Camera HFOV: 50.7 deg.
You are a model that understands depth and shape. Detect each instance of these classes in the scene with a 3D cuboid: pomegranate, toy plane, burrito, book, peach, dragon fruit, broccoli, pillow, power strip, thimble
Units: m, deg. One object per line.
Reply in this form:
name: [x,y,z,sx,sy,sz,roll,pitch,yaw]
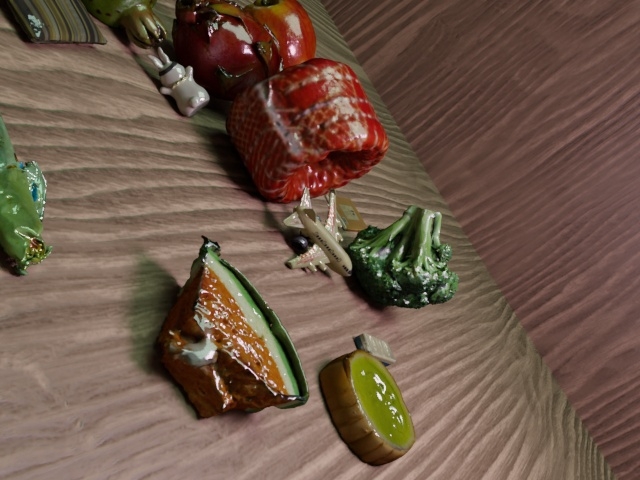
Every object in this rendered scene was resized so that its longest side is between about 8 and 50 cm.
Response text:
pomegranate: [-0.407,-0.532,1.400,0.190,0.159,0.241,23,43,-54]
toy plane: [0.000,0.000,1.548,0.229,0.092,0.244,-59,135,-30]
burrito: [-0.406,-0.084,0.883,0.104,0.054,0.288,16,42,-62]
book: [0.079,-0.079,1.979,0.118,0.012,0.172,61,22,14]
peach: [-0.129,-0.566,1.958,0.281,0.238,0.281,49,-22,28]
dragon fruit: [-0.219,-0.439,1.584,0.250,0.250,0.315,62,7,18]
broccoli: [0.221,0.042,1.743,0.308,0.275,0.308,20,9,-3]
pillow: [-0.499,-0.440,1.207,0.208,0.052,0.212,57,23,-3]
power strip: [0.128,0.254,1.561,0.123,0.032,0.056,29,34,-51]
thimble: [-0.030,-0.241,1.551,0.350,0.350,0.230,0,63,-65]

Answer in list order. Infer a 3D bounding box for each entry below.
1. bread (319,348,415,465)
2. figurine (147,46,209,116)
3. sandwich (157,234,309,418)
bread: [0.096,0.326,1.334,0.236,0.070,0.236,45,25,-27]
figurine: [-0.314,-0.336,1.457,0.146,0.081,0.098,49,-22,-4]
sandwich: [-0.142,0.162,1.019,0.292,0.109,0.212,48,28,-12]
